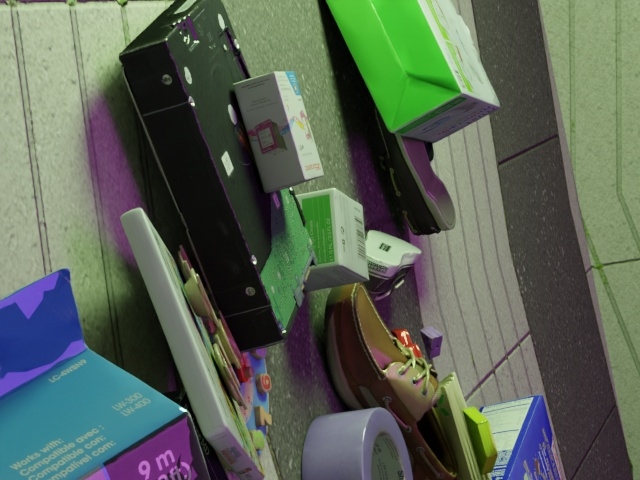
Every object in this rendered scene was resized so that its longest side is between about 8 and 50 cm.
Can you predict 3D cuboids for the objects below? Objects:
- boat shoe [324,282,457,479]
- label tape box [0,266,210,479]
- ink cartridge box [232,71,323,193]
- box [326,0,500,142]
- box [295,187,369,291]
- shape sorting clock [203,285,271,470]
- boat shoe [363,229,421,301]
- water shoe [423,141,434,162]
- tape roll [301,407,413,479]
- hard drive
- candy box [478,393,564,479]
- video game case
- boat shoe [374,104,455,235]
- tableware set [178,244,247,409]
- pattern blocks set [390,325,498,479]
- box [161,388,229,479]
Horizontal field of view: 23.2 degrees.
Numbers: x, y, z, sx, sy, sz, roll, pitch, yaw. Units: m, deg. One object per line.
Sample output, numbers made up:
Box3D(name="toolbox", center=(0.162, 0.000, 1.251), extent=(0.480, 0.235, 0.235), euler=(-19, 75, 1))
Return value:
Box3D(name="boat shoe", center=(0.099, 0.192, 2.032), extent=(0.122, 0.120, 0.324), euler=(-68, 143, -55))
Box3D(name="label tape box", center=(-0.195, 0.225, 1.109), extent=(0.249, 0.115, 0.348), euler=(-29, 112, -42))
Box3D(name="ink cartridge box", center=(-0.044, -0.117, 1.680), extent=(0.088, 0.052, 0.122), euler=(-25, 101, -75))
Box3D(name="box", center=(0.131, -0.289, 2.247), extent=(0.262, 0.127, 0.231), euler=(65, 17, 8))
Box3D(name="box", center=(0.000, 0.000, 1.906), extent=(0.102, 0.087, 0.101), euler=(29, 54, -64))
Box3D(name="shape sorting clock", center=(-0.091, 0.143, 1.662), extent=(0.206, 0.040, 0.206), euler=(-10, 90, -70))
Box3D(name="boat shoe", center=(0.081, 0.036, 2.146), extent=(0.070, 0.078, 0.219), euler=(-68, 169, 13))
Box3D(name="water shoe", center=(0.157, -0.206, 2.438), extent=(0.073, 0.080, 0.203), euler=(-69, 144, -54))
Box3D(name="tape roll", center=(0.049, 0.302, 1.906), extent=(0.189, 0.080, 0.189), euler=(-11, 90, -70))
Box3D(name="hard drive", center=(-0.101, -0.079, 1.656), extent=(0.237, 0.064, 0.339), euler=(-68, 139, -66))
Box3D(name="candy box", center=(0.308, 0.434, 2.481), extent=(0.317, 0.122, 0.268), euler=(-47, 123, -64))
Box3D(name="video game case", center=(-0.118, 0.104, 1.457), extent=(0.206, 0.026, 0.227), euler=(70, -4, -68))
Box3D(name="boat shoe", center=(0.126, -0.107, 2.323), extent=(0.228, 0.068, 0.081), euler=(64, 29, -18))
Box3D(name="tableware set", center=(-0.103, 0.081, 1.515), extent=(0.169, 0.020, 0.141), euler=(-117, -176, -74))
Box3D(name="pattern blocks set", center=(0.180, 0.275, 2.116), extent=(0.285, 0.026, 0.325), euler=(169, -93, -74))
Box3D(name="box", center=(-0.136, 0.293, 1.378), extent=(0.184, 0.103, 0.261), euler=(-67, 141, -54))
